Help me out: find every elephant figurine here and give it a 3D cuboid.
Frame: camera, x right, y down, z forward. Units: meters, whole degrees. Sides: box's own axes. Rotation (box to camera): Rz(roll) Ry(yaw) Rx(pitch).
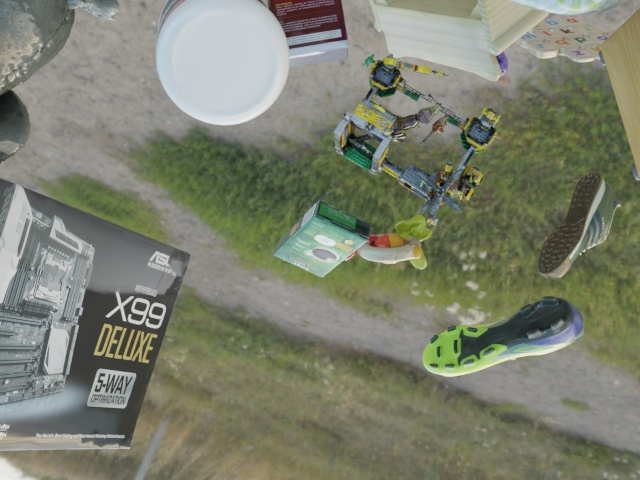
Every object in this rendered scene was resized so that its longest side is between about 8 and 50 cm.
[{"bbox_3d":[-0.324,-0.142,0.596,0.185,0.240,0.169,-5,152,36],"label":"elephant figurine"}]

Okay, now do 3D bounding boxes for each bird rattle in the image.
[{"bbox_3d":[0.169,0.005,1.825,0.253,0.143,0.207,4,-168,-4],"label":"bird rattle"}]

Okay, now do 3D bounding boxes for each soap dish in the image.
[{"bbox_3d":[0.511,-0.165,1.023,0.118,0.291,0.229,-18,147,27],"label":"soap dish"}]

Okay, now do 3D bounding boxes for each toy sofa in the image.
[{"bbox_3d":[0.270,-0.464,1.413,0.362,0.150,0.177,31,155,48],"label":"toy sofa"}]

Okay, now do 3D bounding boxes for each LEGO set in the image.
[{"bbox_3d":[0.178,-0.209,1.303,0.331,0.255,0.192,40,178,5],"label":"LEGO set"}]

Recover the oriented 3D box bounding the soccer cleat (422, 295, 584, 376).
[{"bbox_3d":[0.317,0.184,1.211,0.289,0.094,0.121,-25,138,28],"label":"soccer cleat"}]

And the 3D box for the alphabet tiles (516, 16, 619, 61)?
[{"bbox_3d":[0.645,-0.507,1.759,0.283,0.278,0.021,-11,127,-13],"label":"alphabet tiles"}]

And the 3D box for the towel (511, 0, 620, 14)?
[{"bbox_3d":[0.252,-0.416,1.018,0.374,0.320,0.090,27,121,18],"label":"towel"}]

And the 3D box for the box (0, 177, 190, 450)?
[{"bbox_3d":[-0.282,0.085,0.713,0.076,0.243,0.307,13,171,27],"label":"box"}]

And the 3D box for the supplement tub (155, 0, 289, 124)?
[{"bbox_3d":[-0.158,-0.306,1.088,0.191,0.191,0.272,30,-164,-24],"label":"supplement tub"}]

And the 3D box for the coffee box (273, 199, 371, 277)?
[{"bbox_3d":[0.000,0.000,1.286,0.113,0.041,0.184,24,147,-15],"label":"coffee box"}]

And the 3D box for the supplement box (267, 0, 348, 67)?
[{"bbox_3d":[-0.032,-0.437,1.232,0.130,0.240,0.073,-9,178,0],"label":"supplement box"}]

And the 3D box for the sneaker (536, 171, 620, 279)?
[{"bbox_3d":[0.427,-0.009,1.122,0.086,0.192,0.064,34,170,-29],"label":"sneaker"}]
